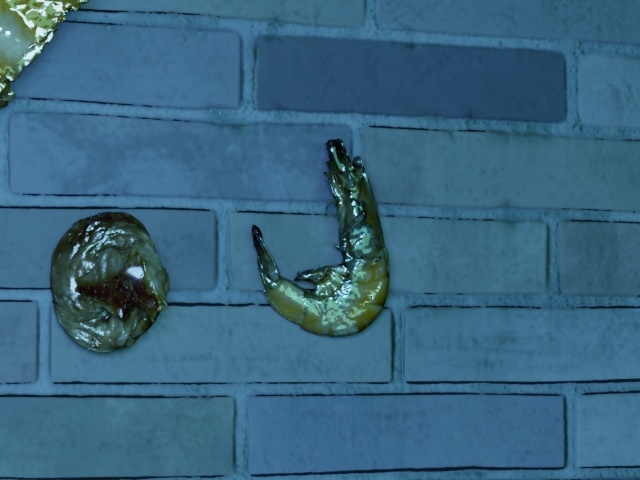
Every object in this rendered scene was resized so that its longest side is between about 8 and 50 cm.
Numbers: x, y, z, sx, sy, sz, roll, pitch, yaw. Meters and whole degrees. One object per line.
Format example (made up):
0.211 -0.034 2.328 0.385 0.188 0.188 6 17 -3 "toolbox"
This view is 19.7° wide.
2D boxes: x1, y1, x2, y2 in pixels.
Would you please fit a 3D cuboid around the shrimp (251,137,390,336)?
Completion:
0.000 0.000 2.023 0.150 0.051 0.217 -8 93 -13 "shrimp"

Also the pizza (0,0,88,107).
-0.364 -0.381 1.891 0.392 0.080 0.435 43 79 -7 "pizza"

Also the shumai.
-0.217 0.034 1.925 0.123 0.105 0.139 6 59 -16 "shumai"
